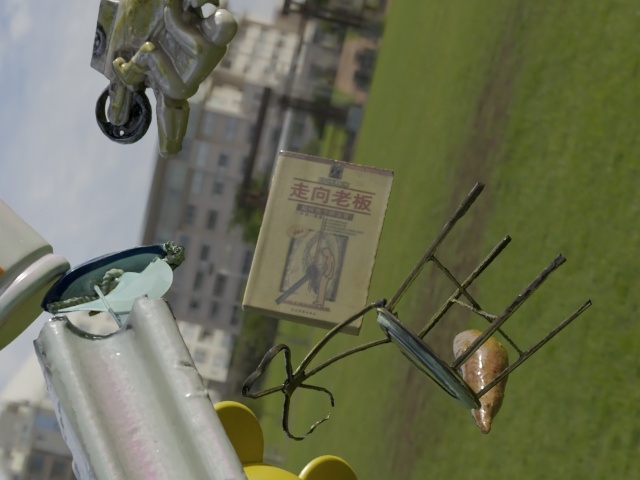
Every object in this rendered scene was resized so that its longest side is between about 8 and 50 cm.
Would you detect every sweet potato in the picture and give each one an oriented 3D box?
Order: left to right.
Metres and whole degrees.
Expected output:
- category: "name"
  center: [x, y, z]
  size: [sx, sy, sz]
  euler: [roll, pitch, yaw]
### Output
- category: "sweet potato"
  center: [0.194, 0.155, 1.526]
  size: [0.226, 0.068, 0.068]
  euler: [-94, 17, -67]

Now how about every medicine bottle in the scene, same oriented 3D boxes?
- category: "medicine bottle"
  center: [-0.544, 0.003, 1.905]
  size: [0.202, 0.316, 0.202]
  euler: [-47, -4, -5]

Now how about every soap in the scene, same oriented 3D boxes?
- category: "soap"
  center: [-0.174, 0.250, 1.379]
  size: [0.258, 0.159, 0.302]
  euler: [87, 160, -52]

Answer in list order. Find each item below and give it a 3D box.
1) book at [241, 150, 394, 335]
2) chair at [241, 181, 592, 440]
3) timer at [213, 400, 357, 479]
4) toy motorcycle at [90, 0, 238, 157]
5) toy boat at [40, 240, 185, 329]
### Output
- category: "book"
  center: [0.000, 0.000, 1.710]
  size: [0.026, 0.161, 0.231]
  euler: [93, -171, -68]
- category: "chair"
  center: [0.103, 0.113, 1.331]
  size: [0.325, 0.170, 0.160]
  euler: [-44, -33, -4]
- category: "timer"
  center: [-0.106, 0.485, 2.075]
  size: [0.376, 0.376, 0.387]
  euler: [108, 179, -68]
- category: "toy motorcycle"
  center: [-0.226, -0.293, 1.896]
  size: [0.108, 0.223, 0.341]
  euler: [-24, -53, -65]
- category: "toy boat"
  center: [-0.272, 0.066, 1.796]
  size: [0.291, 0.220, 0.067]
  euler: [24, 134, 70]
